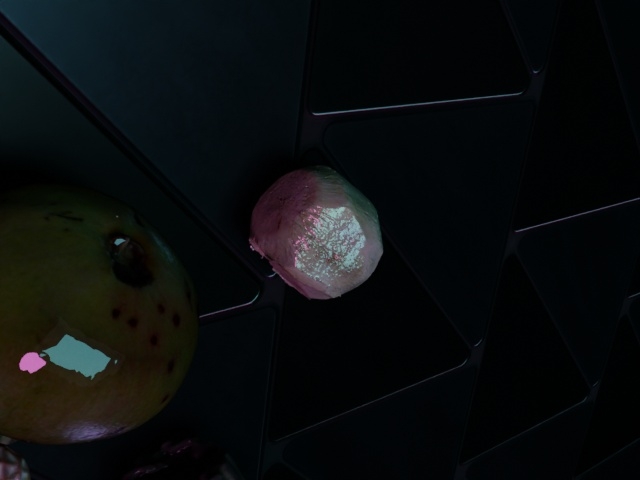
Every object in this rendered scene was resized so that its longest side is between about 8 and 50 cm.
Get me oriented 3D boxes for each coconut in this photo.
[{"bbox_3d":[0.000,0.000,0.747,0.110,0.110,0.124,-53,131,-8],"label":"coconut"}]

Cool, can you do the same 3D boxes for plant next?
[{"bbox_3d":[-0.104,0.311,0.782,0.142,0.164,0.256,-31,116,-33],"label":"plant"}]

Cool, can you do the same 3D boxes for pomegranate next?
[{"bbox_3d":[-0.190,0.057,0.562,0.211,0.179,0.179,-24,134,6],"label":"pomegranate"}]

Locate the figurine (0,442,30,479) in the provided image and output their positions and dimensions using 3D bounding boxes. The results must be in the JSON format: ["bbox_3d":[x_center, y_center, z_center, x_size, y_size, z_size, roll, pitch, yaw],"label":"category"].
[{"bbox_3d":[-0.302,0.172,0.457,0.281,0.167,0.370,-9,140,-17],"label":"figurine"}]
